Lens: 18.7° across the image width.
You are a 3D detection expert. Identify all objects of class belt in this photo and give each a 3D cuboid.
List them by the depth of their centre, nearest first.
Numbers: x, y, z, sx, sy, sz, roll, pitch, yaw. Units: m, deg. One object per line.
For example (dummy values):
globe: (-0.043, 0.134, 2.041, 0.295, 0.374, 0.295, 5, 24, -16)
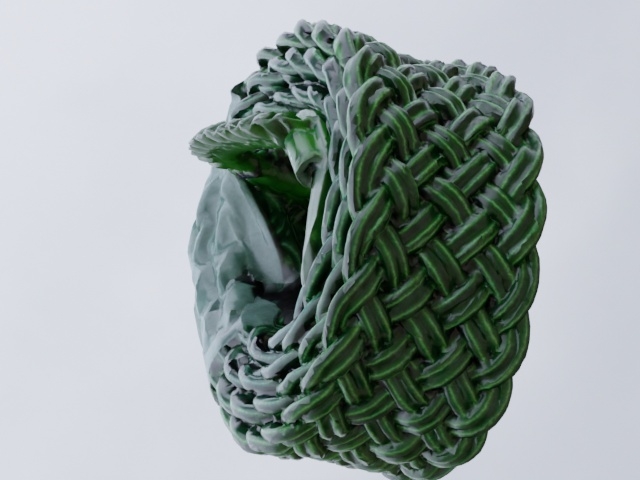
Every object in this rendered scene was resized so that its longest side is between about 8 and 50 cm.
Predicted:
belt: (0.000, 0.000, 0.545, 0.079, 0.151, 0.121, 11, -81, -17)
